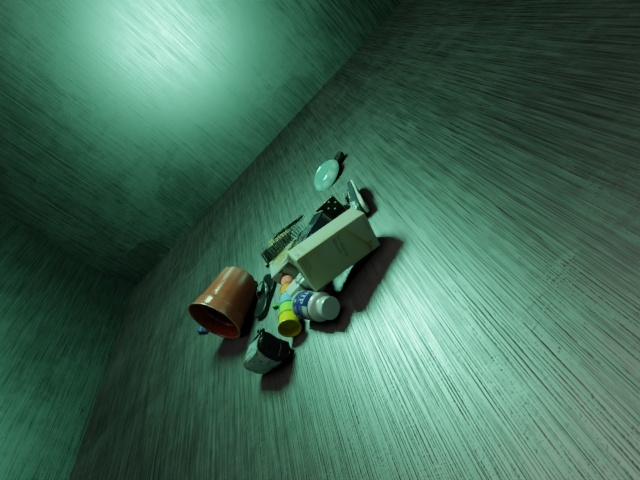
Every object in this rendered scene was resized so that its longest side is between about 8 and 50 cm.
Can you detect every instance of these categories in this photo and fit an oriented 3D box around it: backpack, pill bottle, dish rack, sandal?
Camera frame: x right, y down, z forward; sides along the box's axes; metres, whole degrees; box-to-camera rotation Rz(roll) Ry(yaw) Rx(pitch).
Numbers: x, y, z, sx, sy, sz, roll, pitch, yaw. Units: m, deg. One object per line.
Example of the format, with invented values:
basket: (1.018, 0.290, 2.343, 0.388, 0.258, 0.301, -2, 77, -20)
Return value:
backpack: (-0.218, 0.431, 1.607, 0.182, 0.152, 0.115, -42, 17, 42)
pill bottle: (-0.017, 0.244, 1.566, 0.187, 0.112, 0.112, -5, 51, 54)
dish rack: (-0.167, -0.010, 1.985, 0.208, 0.074, 0.271, -41, -3, -38)
sandal: (-0.267, 0.250, 1.993, 0.097, 0.054, 0.254, -33, 32, 30)

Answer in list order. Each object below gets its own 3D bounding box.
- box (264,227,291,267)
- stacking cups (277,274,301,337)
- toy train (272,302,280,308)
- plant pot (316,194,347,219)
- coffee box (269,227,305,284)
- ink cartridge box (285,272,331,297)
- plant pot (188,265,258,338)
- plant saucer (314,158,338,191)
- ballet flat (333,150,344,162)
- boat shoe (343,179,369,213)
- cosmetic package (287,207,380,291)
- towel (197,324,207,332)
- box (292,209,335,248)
box: (-0.226, 0.034, 2.236, 0.164, 0.021, 0.201, -35, 32, 27)
stacking cups: (-0.139, 0.259, 1.750, 0.096, 0.096, 0.316, -42, 28, 16)
toy train: (-0.184, 0.287, 1.868, 0.083, 0.017, 0.023, -23, 27, 41)
plant pot: (0.053, -0.152, 1.969, 0.109, 0.109, 0.096, -42, 17, 16)
coffee box: (-0.113, 0.081, 1.925, 0.246, 0.098, 0.141, -43, 28, 13)
ink cartridge box: (-0.049, 0.183, 1.693, 0.150, 0.109, 0.063, -49, 30, 2)
plant pot: (-0.443, 0.284, 2.019, 0.272, 0.272, 0.265, -20, 32, 44)
plant saucer: (0.020, -0.362, 2.292, 0.195, 0.037, 0.195, -28, 49, 39)
ballet flat: (0.079, -0.415, 2.328, 0.173, 0.049, 0.057, -56, 40, 3)
boat shoe: (0.149, -0.186, 1.879, 0.079, 0.095, 0.254, -32, 40, 10)
cosmetic package: (0.052, 0.031, 1.586, 0.309, 0.160, 0.113, -36, 25, -9)
towel: (-0.636, 0.472, 2.296, 0.119, 0.029, 0.067, -15, 44, 48)
box: (0.000, 0.000, 1.779, 0.207, 0.153, 0.108, -59, 14, -15)
